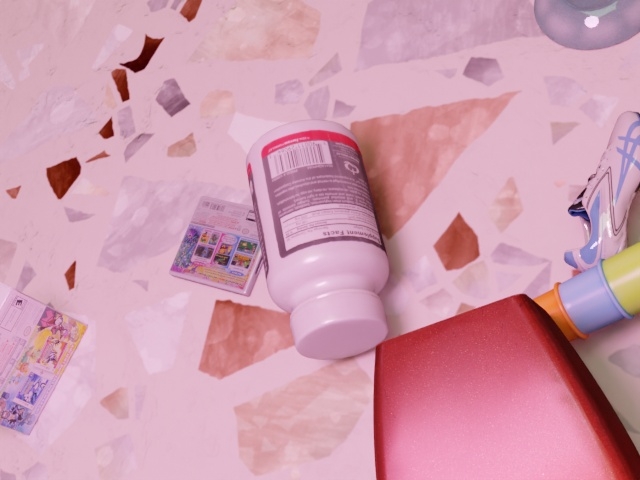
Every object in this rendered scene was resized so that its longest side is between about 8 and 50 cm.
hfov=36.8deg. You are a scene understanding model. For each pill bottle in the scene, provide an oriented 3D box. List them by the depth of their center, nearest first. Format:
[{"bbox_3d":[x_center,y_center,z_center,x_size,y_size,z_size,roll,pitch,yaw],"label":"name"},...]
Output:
[{"bbox_3d":[0.000,0.000,1.379,0.176,0.176,0.318,-21,60,17],"label":"pill bottle"}]

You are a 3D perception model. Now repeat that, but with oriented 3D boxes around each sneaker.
[{"bbox_3d":[0.379,-0.068,1.273,0.086,0.085,0.237,15,75,9],"label":"sneaker"}]

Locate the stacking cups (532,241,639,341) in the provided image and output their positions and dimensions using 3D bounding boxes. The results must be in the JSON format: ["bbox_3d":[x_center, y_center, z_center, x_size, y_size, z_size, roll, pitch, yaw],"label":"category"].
[{"bbox_3d":[0.347,0.079,1.205,0.316,0.096,0.096,-34,55,27],"label":"stacking cups"}]

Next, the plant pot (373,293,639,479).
[{"bbox_3d":[0.201,0.207,1.100,0.267,0.267,0.235,-21,72,17],"label":"plant pot"}]

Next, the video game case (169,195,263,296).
[{"bbox_3d":[-0.155,0.007,1.549,0.157,0.019,0.143,13,74,30],"label":"video game case"}]

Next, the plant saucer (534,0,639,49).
[{"bbox_3d":[0.411,-0.376,1.433,0.195,0.037,0.195,-11,62,21],"label":"plant saucer"}]

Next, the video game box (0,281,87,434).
[{"bbox_3d":[-0.488,0.189,1.529,0.048,0.187,0.205,19,76,36],"label":"video game box"}]
